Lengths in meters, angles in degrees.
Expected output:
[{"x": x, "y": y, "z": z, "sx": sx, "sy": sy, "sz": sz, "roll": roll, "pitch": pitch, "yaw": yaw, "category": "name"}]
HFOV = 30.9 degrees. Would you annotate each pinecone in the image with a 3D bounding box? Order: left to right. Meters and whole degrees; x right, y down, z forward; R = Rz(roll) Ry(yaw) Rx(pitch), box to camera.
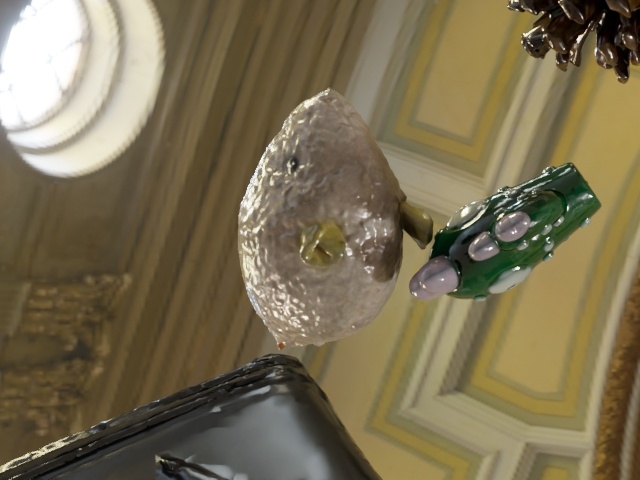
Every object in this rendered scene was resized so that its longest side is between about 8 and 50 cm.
[{"x": 0.240, "y": -0.211, "z": 0.906, "sx": 0.195, "sy": 0.150, "sz": 0.179, "roll": -31, "pitch": -120, "yaw": -3, "category": "pinecone"}]

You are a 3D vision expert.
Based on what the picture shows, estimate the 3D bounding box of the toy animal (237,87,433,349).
[{"x": -0.001, "y": 0.006, "z": 1.447, "sx": 0.226, "sy": 0.188, "sz": 0.358, "roll": 45, "pitch": -43, "yaw": 40, "category": "toy animal"}]

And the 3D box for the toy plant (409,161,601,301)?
[{"x": 0.211, "y": 0.000, "z": 1.367, "sx": 0.243, "sy": 0.233, "sz": 0.112, "roll": -38, "pitch": -100, "yaw": 38, "category": "toy plant"}]

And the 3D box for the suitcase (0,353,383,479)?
[{"x": -0.133, "y": 0.266, "z": 0.693, "sx": 0.434, "sy": 0.283, "sz": 0.194, "roll": -23, "pitch": -145, "yaw": -10, "category": "suitcase"}]
